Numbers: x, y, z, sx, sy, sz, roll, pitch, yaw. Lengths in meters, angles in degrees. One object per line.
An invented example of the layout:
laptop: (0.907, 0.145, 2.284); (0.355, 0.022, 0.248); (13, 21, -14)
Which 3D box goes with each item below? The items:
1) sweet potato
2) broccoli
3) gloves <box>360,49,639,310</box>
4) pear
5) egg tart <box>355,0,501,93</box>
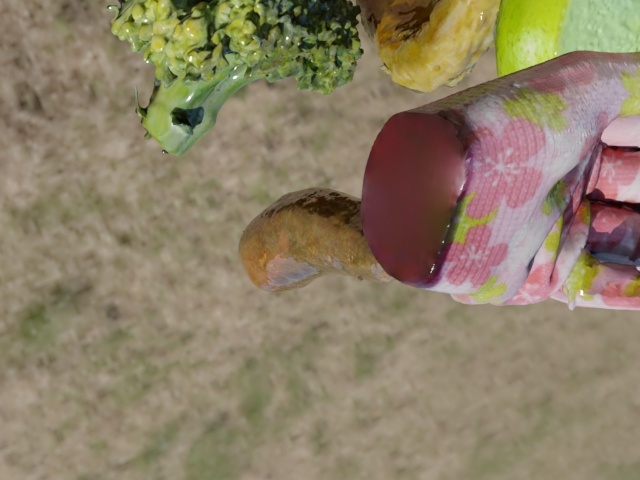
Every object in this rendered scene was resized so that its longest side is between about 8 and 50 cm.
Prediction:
sweet potato: (0.000, -0.001, 1.421); (0.097, 0.097, 0.292); (-16, -177, -26)
broccoli: (-0.070, -0.187, 1.468); (0.242, 0.180, 0.273); (13, 102, -43)
gloves: (0.143, -0.034, 0.820); (0.241, 0.145, 0.126); (-5, -178, -40)
pear: (0.263, -0.128, 1.311); (0.292, 0.159, 0.292); (-8, 111, -22)
egg tart: (0.150, -0.331, 1.478); (0.169, 0.388, 0.388); (3, 149, -16)
